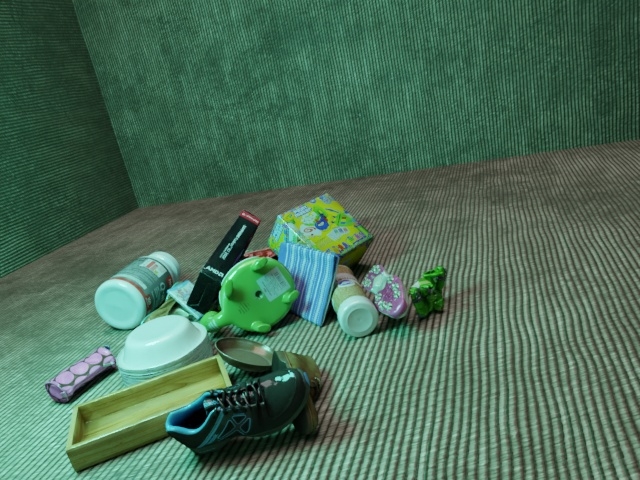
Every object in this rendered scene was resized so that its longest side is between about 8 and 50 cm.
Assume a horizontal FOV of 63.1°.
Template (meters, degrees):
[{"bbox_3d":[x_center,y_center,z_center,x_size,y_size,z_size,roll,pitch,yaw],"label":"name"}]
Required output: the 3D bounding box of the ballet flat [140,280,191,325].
[{"bbox_3d":[-0.546,0.265,1.965,0.124,0.116,0.342,11,22,6],"label":"ballet flat"}]

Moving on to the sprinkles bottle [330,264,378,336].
[{"bbox_3d":[0.090,0.190,1.729,0.121,0.121,0.355,-14,18,-5],"label":"sprinkles bottle"}]

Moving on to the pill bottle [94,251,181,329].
[{"bbox_3d":[-0.725,0.187,2.120,0.210,0.210,0.363,-7,19,15],"label":"pill bottle"}]

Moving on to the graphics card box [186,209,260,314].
[{"bbox_3d":[-0.365,0.079,1.987,0.094,0.233,0.371,31,42,-4],"label":"graphics card box"}]

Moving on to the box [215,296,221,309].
[{"bbox_3d":[-0.341,0.220,2.046,0.105,0.043,0.179,-9,16,8],"label":"box"}]

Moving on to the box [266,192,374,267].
[{"bbox_3d":[0.000,0.000,2.054,0.279,0.177,0.290,45,46,18],"label":"box"}]

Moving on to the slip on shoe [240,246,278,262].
[{"bbox_3d":[-0.266,0.109,2.226,0.331,0.123,0.101,-20,38,-20],"label":"slip on shoe"}]

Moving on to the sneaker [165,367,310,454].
[{"bbox_3d":[-0.185,0.383,1.179,0.341,0.140,0.125,-28,50,6],"label":"sneaker"}]

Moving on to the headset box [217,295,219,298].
[{"bbox_3d":[-0.451,0.226,2.114,0.083,0.032,0.062,0,21,36],"label":"headset box"}]

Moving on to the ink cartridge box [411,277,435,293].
[{"bbox_3d":[0.346,0.160,1.744,0.029,0.063,0.115,6,25,39],"label":"ink cartridge box"}]

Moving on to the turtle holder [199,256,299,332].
[{"bbox_3d":[-0.237,0.205,1.788,0.243,0.320,0.227,27,-7,-15],"label":"turtle holder"}]

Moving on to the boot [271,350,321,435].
[{"bbox_3d":[-0.039,0.370,1.320,0.115,0.112,0.305,5,18,-18],"label":"boot"}]

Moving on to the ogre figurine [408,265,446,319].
[{"bbox_3d":[0.342,0.166,1.643,0.096,0.118,0.197,0,23,21],"label":"ogre figurine"}]

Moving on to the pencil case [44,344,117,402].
[{"bbox_3d":[-0.745,0.421,1.638,0.098,0.095,0.209,15,31,25],"label":"pencil case"}]

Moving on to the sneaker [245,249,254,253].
[{"bbox_3d":[-0.425,0.125,2.313,0.146,0.102,0.293,-2,16,40],"label":"sneaker"}]

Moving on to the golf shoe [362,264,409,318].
[{"bbox_3d":[0.235,0.175,1.652,0.115,0.140,0.306,-50,17,8],"label":"golf shoe"}]

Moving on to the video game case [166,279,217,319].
[{"bbox_3d":[-0.485,0.224,1.985,0.166,0.015,0.119,37,29,13],"label":"video game case"}]

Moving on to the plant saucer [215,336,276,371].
[{"bbox_3d":[-0.214,0.337,1.519,0.198,0.036,0.198,16,5,-1],"label":"plant saucer"}]

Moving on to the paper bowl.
[{"bbox_3d":[-0.490,0.337,1.627,0.284,0.148,0.284,-12,18,4],"label":"paper bowl"}]

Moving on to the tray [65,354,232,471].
[{"bbox_3d":[-0.441,0.446,1.387,0.411,0.076,0.203,-18,19,-15],"label":"tray"}]

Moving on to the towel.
[{"bbox_3d":[-0.069,0.139,1.825,0.040,0.243,0.336,13,1,-36],"label":"towel"}]
